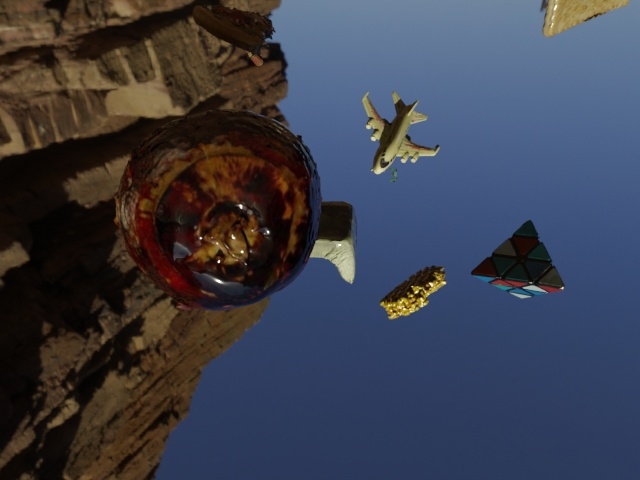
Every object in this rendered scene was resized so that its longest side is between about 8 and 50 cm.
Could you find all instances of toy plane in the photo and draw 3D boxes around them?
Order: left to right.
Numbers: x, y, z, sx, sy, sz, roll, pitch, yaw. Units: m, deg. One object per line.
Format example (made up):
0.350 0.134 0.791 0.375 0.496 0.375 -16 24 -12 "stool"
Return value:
0.177 -0.248 1.301 0.229 0.092 0.244 34 -114 -12 "toy plane"

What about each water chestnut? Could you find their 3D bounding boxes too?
-0.169 -0.052 0.924 0.351 0.350 0.302 -4 -172 -9 "water chestnut"

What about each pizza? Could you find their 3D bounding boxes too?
-0.159 -0.468 1.167 0.188 0.062 0.199 32 -146 11 "pizza"

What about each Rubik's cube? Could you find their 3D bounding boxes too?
0.640 0.109 1.678 0.250 0.284 0.234 -6 -160 -26 "Rubik's cube"

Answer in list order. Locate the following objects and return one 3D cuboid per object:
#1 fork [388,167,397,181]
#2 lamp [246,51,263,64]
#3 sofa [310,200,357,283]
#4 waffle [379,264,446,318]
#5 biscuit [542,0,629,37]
0.192 -0.170 1.392 0.021 0.039 0.235 -5 -174 4 "fork"
-0.189 -0.531 1.547 0.031 0.063 0.083 -39 -146 16 "lamp"
0.000 0.000 1.656 0.226 0.176 0.210 -1 -134 4 "sofa"
0.263 0.144 1.493 0.193 0.197 0.070 -35 -89 -21 "waffle"
0.680 -0.647 1.331 0.325 0.217 0.044 -28 -133 -20 "biscuit"
